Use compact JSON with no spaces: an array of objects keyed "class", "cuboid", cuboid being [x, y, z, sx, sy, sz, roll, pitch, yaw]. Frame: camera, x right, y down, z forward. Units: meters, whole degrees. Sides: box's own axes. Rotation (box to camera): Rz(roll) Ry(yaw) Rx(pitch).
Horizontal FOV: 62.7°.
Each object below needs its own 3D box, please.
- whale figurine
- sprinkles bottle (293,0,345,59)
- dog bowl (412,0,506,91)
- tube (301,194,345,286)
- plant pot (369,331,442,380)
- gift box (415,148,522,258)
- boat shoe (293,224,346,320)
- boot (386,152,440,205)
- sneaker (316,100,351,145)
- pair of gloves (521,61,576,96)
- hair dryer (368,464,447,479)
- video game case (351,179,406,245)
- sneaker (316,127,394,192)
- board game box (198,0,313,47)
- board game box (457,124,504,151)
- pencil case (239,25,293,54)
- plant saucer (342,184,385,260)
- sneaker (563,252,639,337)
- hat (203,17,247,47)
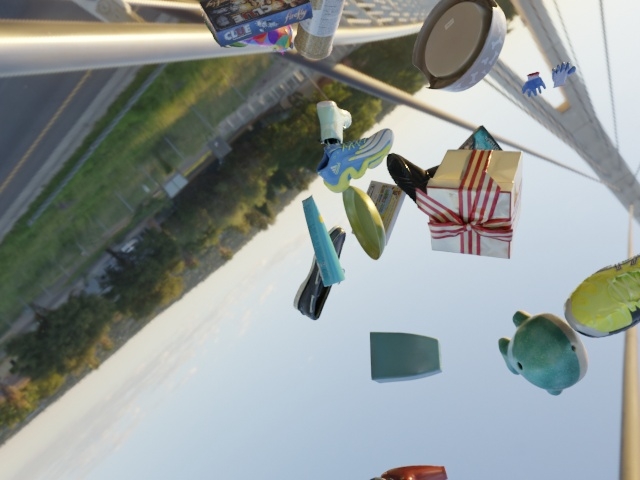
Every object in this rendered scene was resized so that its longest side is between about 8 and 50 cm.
[{"class":"whale figurine","cuboid":[0.505,0.278,1.267,0.141,0.216,0.272,-20,171,-19]},{"class":"sprinkles bottle","cuboid":[0.012,-0.672,1.446,0.121,0.121,0.355,-45,168,-29]},{"class":"dog bowl","cuboid":[0.463,-0.658,1.754,0.349,0.102,0.348,-25,-121,51]},{"class":"tube","cuboid":[0.000,0.000,1.197,0.052,0.207,0.080,-18,179,-26]},{"class":"plant pot","cuboid":[0.305,0.408,1.852,0.234,0.165,0.165,-6,160,15]},{"class":"gift box","cuboid":[0.426,-0.117,1.482,0.255,0.276,0.258,2,-141,29]},{"class":"boat shoe","cuboid":[0.013,0.085,1.367,0.095,0.079,0.254,21,97,-58]},{"class":"boot","cuboid":[0.378,-0.239,1.876,0.207,0.246,0.094,-22,151,-25]},{"class":"sneaker","cuboid":[0.049,-0.389,1.863,0.094,0.151,0.256,-5,179,19]},{"class":"pair of gloves","cuboid":[0.887,-0.624,2.045,0.198,0.023,0.159,-14,160,17]},{"class":"hair dryer","cuboid":[0.230,0.670,1.413,0.294,0.080,0.224,-6,172,-36]},{"class":"video game case","cuboid":[0.220,-0.108,1.985,0.206,0.026,0.227,23,-88,56]},{"class":"sneaker","cuboid":[0.087,-0.236,1.439,0.240,0.126,0.091,-44,-141,15]},{"class":"board game box","cuboid":[-0.162,-0.576,1.311,0.243,0.165,0.042,-22,144,-10]},{"class":"board game box","cuboid":[0.583,-0.296,1.856,0.126,0.186,0.026,-46,-166,-6]},{"class":"pencil case","cuboid":[-0.194,-0.648,1.632,0.236,0.104,0.104,-2,157,-40]},{"class":"plant saucer","cuboid":[0.133,-0.058,1.552,0.037,0.241,0.241,-23,-177,-12]},{"class":"sneaker","cuboid":[0.694,0.076,1.115,0.385,0.145,0.147,-27,149,-3]},{"class":"hat","cuboid":[-0.350,-0.687,1.814,0.208,0.173,0.183,-29,178,-45]}]
